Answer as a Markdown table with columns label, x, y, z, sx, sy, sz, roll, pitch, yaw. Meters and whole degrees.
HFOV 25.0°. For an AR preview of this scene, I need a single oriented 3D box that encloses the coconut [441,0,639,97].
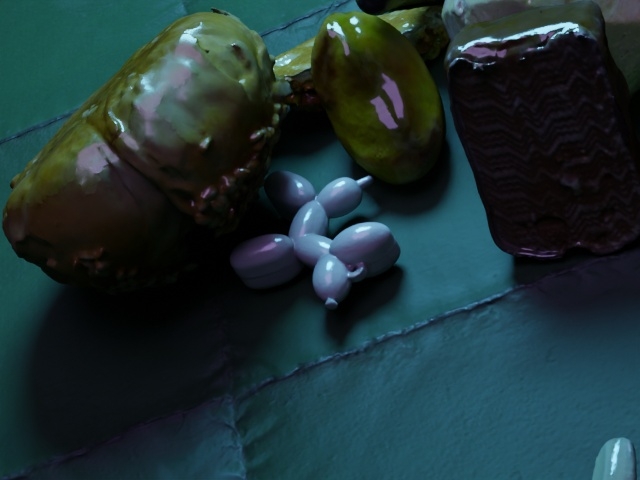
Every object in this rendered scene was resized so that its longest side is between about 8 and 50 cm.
| label | x | y | z | sx | sy | sz | roll | pitch | yaw |
| --- | --- | --- | --- | --- | --- | --- | --- | --- | --- |
| coconut | 0.237 | -0.250 | 1.359 | 0.259 | 0.259 | 0.259 | -15 | 44 | 15 |

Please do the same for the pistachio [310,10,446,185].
| label | x | y | z | sx | sy | sz | roll | pitch | yaw |
| --- | --- | --- | --- | --- | --- | --- | --- | --- | --- |
| pistachio | 0.061 | -0.141 | 1.427 | 0.110 | 0.100 | 0.189 | -26 | 75 | -19 |

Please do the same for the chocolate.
| label | x | y | z | sx | sy | sz | roll | pitch | yaw |
| --- | --- | --- | --- | --- | --- | --- | --- | --- | --- |
| chocolate | 0.203 | -0.095 | 1.256 | 0.148 | 0.214 | 0.093 | -7 | 30 | 25 |

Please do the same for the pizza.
| label | x | y | z | sx | sy | sz | roll | pitch | yaw |
| --- | --- | --- | --- | --- | --- | --- | --- | --- | --- |
| pizza | 0.032 | -0.188 | 1.523 | 0.246 | 0.058 | 0.127 | -27 | 24 | -14 |

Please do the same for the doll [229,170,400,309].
| label | x | y | z | sx | sy | sz | roll | pitch | yaw |
| --- | --- | --- | --- | --- | --- | --- | --- | --- | --- |
| doll | 0.000 | 0.000 | 1.368 | 0.160 | 0.059 | 0.161 | -1 | 49 | 29 |

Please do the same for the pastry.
| label | x | y | z | sx | sy | sz | roll | pitch | yaw |
| --- | --- | --- | --- | --- | --- | --- | --- | --- | --- |
| pastry | -0.153 | -0.073 | 1.410 | 0.315 | 0.184 | 0.284 | -46 | 15 | -3 |

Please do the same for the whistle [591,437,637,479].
| label | x | y | z | sx | sy | sz | roll | pitch | yaw |
| --- | --- | --- | --- | --- | --- | --- | --- | --- | --- |
| whistle | 0.195 | 0.249 | 1.000 | 0.092 | 0.110 | 0.244 | 18 | 54 | 1 |

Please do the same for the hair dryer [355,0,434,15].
| label | x | y | z | sx | sy | sz | roll | pitch | yaw |
| --- | --- | --- | --- | --- | --- | --- | --- | --- | --- |
| hair dryer | 0.087 | -0.274 | 1.483 | 0.135 | 0.090 | 0.279 | -5 | 17 | 24 |
